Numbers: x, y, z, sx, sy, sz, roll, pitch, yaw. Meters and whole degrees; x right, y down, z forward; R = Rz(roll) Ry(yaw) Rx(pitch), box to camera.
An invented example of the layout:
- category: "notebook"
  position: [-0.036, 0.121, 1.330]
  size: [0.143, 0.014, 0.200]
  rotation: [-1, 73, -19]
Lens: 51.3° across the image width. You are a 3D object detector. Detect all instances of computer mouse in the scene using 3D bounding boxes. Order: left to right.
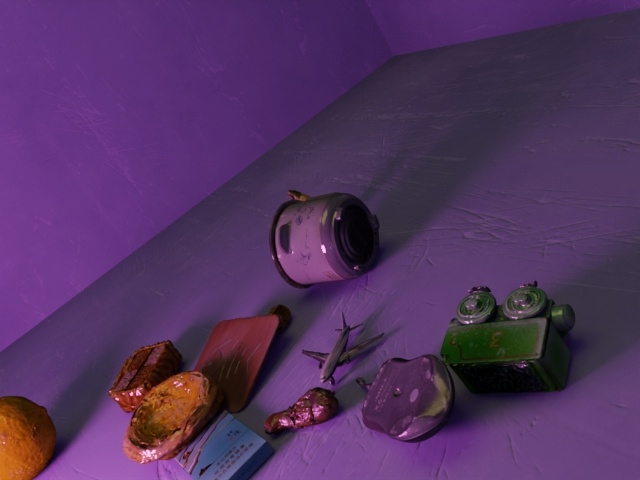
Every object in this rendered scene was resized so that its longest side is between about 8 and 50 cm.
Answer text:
- category: "computer mouse"
  position: [0.160, 0.302, 1.286]
  size: [0.167, 0.090, 0.379]
  rotation: [-60, 15, -12]

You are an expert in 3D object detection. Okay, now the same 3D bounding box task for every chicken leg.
- category: "chicken leg"
  position: [-0.044, 0.376, 1.451]
  size: [0.197, 0.069, 0.085]
  rotation: [-30, 45, 24]

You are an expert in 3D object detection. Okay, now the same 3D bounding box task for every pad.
- category: "pad"
  position: [-0.247, 0.328, 1.789]
  size: [0.284, 0.018, 0.287]
  rotation: [-12, 43, 42]

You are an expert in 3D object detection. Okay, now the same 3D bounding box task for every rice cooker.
- category: "rice cooker"
  position: [0.000, 0.000, 1.910]
  size: [0.316, 0.264, 0.316]
  rotation: [-4, -7, -1]

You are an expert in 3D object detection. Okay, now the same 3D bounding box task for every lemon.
- category: "lemon"
  position: [-0.912, 0.587, 1.907]
  size: [0.310, 0.258, 0.258]
  rotation: [-30, 22, -2]

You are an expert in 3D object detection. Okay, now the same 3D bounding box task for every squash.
- category: "squash"
  position: [-0.033, -0.084, 2.176]
  size: [0.094, 0.224, 0.094]
  rotation: [-33, 23, 16]

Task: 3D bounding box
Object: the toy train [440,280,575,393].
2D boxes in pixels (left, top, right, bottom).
- category: "toy train"
  position: [0.344, 0.187, 1.235]
  size: [0.243, 0.132, 0.188]
  rotation: [-12, 38, 41]

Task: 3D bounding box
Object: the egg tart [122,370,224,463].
- category: "egg tart"
  position: [-0.365, 0.450, 1.668]
  size: [0.290, 0.107, 0.291]
  rotation: [-23, 26, 12]

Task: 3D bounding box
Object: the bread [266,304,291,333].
- category: "bread"
  position: [-0.123, 0.224, 1.866]
  size: [0.066, 0.060, 0.110]
  rotation: [-4, 30, 27]

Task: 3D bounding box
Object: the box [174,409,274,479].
- category: "box"
  position: [-0.220, 0.478, 1.488]
  size: [0.162, 0.041, 0.229]
  rotation: [-42, 24, -21]

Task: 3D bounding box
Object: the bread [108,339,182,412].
- category: "bread"
  position: [-0.514, 0.404, 1.965]
  size: [0.181, 0.096, 0.222]
  rotation: [-21, 27, 26]

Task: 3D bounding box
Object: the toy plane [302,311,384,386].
- category: "toy plane"
  position: [0.040, 0.263, 1.569]
  size: [0.225, 0.058, 0.226]
  rotation: [-16, 30, 27]
